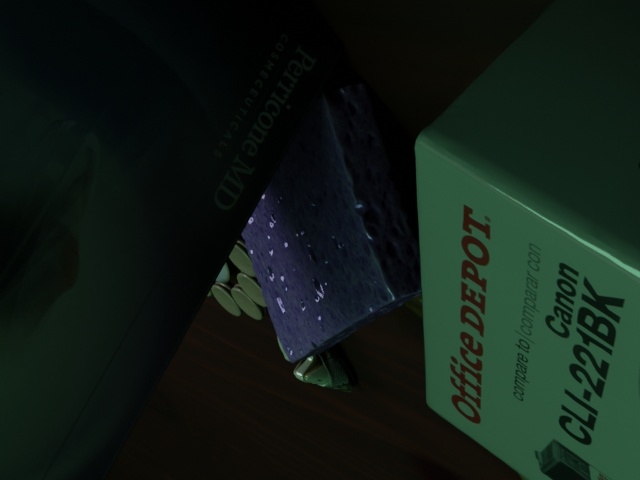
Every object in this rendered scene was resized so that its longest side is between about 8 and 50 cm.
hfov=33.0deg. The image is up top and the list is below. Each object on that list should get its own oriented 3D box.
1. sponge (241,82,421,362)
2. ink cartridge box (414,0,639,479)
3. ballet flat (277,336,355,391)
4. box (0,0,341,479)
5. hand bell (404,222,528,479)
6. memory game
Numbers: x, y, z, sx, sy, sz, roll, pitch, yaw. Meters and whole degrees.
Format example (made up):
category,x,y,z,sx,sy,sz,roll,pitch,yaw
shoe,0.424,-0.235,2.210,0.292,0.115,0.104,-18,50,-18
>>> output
category,x,y,z,sx,sy,sz,roll,pitch,yaw
sponge,0.000,0.000,0.654,0.117,0.031,0.210,71,159,9
ink cartridge box,0.171,0.052,0.394,0.273,0.114,0.197,35,155,28
ballet flat,-0.009,0.089,0.858,0.041,0.041,0.114,20,145,47
box,-0.196,-0.051,0.542,0.294,0.296,0.182,35,162,-23
hand bell,0.100,0.067,0.594,0.242,0.126,0.126,49,160,29
memory game,-0.107,-0.004,0.912,0.186,0.012,0.186,37,155,20
